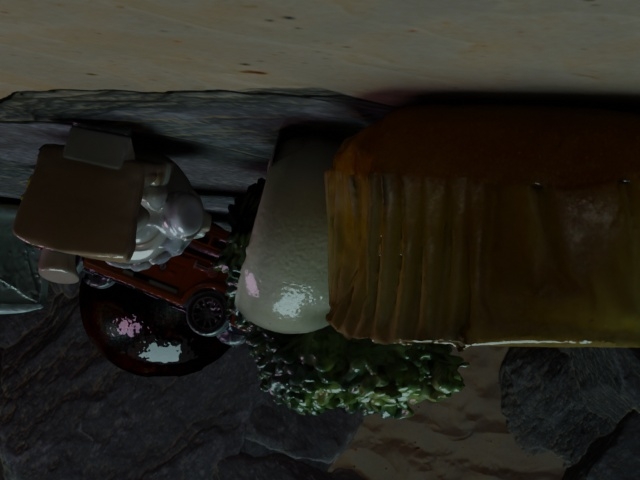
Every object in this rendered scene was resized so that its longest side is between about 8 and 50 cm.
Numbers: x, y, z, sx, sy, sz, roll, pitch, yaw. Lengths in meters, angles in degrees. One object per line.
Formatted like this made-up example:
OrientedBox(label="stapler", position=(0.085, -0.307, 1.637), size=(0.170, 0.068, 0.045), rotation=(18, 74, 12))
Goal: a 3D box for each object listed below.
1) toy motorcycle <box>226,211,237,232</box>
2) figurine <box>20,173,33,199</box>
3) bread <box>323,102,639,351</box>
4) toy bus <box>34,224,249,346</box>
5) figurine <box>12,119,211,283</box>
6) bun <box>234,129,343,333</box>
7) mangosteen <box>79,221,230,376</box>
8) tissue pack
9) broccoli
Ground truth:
OrientedBox(label="toy motorcycle", position=(-0.068, -0.019, 1.441), size=(0.152, 0.073, 0.225), rotation=(11, 174, -23))
OrientedBox(label="figurine", position=(-0.279, -0.047, 1.257), size=(0.178, 0.109, 0.129), rotation=(4, 150, 1))
OrientedBox(label="bread", position=(0.143, -0.015, 0.698), size=(0.288, 0.156, 0.204), rotation=(1, -176, 10))
OrientedBox(label="toy bus", position=(-0.212, 0.028, 1.375), size=(0.329, 0.153, 0.143), rotation=(20, 174, 15))
OrientedBox(label="figurine", position=(-0.188, -0.024, 0.953), size=(0.163, 0.141, 0.237), rotation=(9, 177, 4))
OrientedBox(label="bun", position=(0.000, 0.000, 0.846), size=(0.120, 0.172, 0.173), rotation=(16, 176, -1))
OrientedBox(label="mangosteen", position=(-0.269, 0.062, 1.743), size=(0.306, 0.359, 0.306), rotation=(-7, -152, 4))
OrientedBox(label="tissue pack", position=(-0.705, 0.024, 1.787), size=(0.332, 0.205, 0.405), rotation=(8, 176, -38))
OrientedBox(label="broccoli", position=(0.047, 0.057, 1.101), size=(0.339, 0.277, 0.317), rotation=(-3, 160, -23))
